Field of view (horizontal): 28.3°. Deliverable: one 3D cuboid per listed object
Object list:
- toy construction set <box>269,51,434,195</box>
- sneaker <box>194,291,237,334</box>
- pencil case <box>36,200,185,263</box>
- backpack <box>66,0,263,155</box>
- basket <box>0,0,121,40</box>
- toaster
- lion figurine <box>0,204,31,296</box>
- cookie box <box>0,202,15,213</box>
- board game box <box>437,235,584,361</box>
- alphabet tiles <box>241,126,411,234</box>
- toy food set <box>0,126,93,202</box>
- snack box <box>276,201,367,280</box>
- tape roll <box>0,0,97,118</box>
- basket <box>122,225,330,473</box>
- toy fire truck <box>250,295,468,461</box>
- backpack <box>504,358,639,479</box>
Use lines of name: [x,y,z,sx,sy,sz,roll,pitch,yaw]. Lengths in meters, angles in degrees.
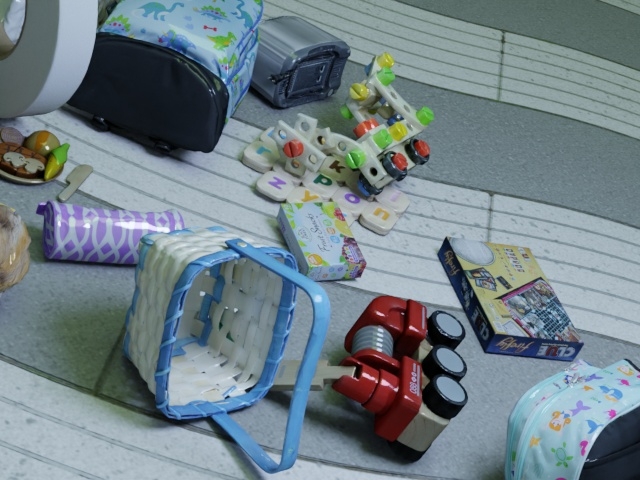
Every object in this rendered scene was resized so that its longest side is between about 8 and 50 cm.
toy construction set: [0.074,-0.190,2.176,0.328,0.151,0.215,-33,87,-44]
sneaker: [-0.153,0.099,1.746,0.152,0.053,0.061,31,36,12]
pencil case: [-0.291,-0.013,1.791,0.206,0.086,0.088,4,50,-28]
backpack: [-0.234,-0.323,2.163,0.290,0.273,0.355,21,20,9]
basket: [-0.511,-0.576,2.263,0.331,0.328,0.266,41,32,27]
toaster: [-0.064,-0.336,2.369,0.146,0.129,0.227,36,37,27]
lion figurine: [-0.548,0.017,1.532,0.392,0.142,0.240,14,41,-20]
cookie box: [-0.483,-0.023,1.730,0.092,0.040,0.107,24,32,4]
board game box: [0.304,0.092,2.048,0.165,0.042,0.243,8,35,-22]
alphabet tiles: [0.011,-0.103,2.171,0.284,0.021,0.278,28,33,7]
toy food set: [-0.446,-0.133,1.915,0.192,0.038,0.132,22,32,-1]
snack box: [0.000,0.000,1.981,0.100,0.037,0.141,-4,46,-24]
tape roll: [-0.478,-0.380,1.935,0.072,0.392,0.392,-13,47,-42]
basket: [-0.107,0.114,1.568,0.201,0.254,0.289,-5,31,-39]
toy fire truck: [0.053,0.167,1.715,0.246,0.158,0.217,27,32,-12]
backpack: [0.345,0.282,1.637,0.191,0.225,0.253,18,30,36]
